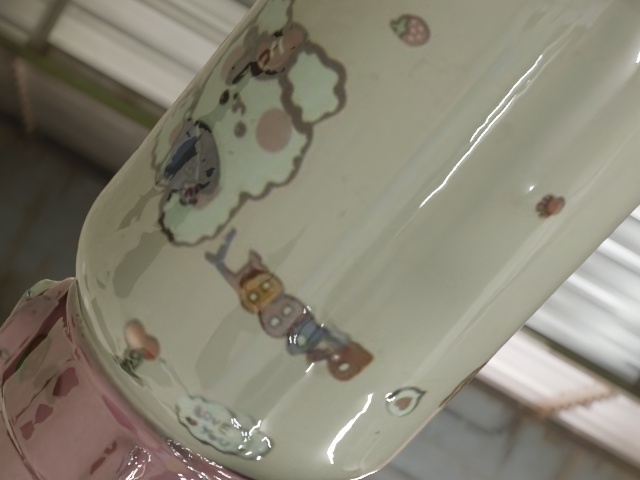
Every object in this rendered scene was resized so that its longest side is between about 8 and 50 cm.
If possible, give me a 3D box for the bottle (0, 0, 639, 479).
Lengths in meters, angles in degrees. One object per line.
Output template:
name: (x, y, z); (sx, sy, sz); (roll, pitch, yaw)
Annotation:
bottle: (0.000, 0.000, 0.504); (0.233, 0.110, 0.110); (-48, -174, 21)
